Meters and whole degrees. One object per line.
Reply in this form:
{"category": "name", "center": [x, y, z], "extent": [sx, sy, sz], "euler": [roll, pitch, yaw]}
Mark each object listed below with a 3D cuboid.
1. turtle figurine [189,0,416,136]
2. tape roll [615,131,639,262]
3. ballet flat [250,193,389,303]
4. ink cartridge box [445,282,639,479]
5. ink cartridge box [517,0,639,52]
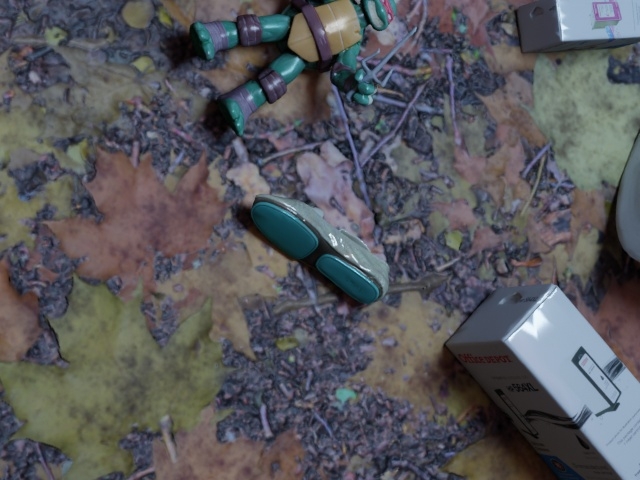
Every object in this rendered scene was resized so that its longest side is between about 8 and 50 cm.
{"category": "turtle figurine", "center": [-0.001, -0.202, 1.640], "extent": [0.234, 0.118, 0.175], "euler": [-25, 86, -8]}
{"category": "tape roll", "center": [0.425, -0.083, 1.704], "extent": [0.100, 0.286, 0.286], "euler": [27, 76, -16]}
{"category": "ballet flat", "center": [0.000, 0.000, 1.661], "extent": [0.168, 0.057, 0.052], "euler": [40, 44, -17]}
{"category": "ink cartridge box", "center": [0.239, 0.147, 1.679], "extent": [0.086, 0.148, 0.203], "euler": [-45, 100, -17]}
{"category": "ink cartridge box", "center": [0.281, -0.230, 1.766], "extent": [0.122, 0.088, 0.052], "euler": [-4, 89, -21]}
